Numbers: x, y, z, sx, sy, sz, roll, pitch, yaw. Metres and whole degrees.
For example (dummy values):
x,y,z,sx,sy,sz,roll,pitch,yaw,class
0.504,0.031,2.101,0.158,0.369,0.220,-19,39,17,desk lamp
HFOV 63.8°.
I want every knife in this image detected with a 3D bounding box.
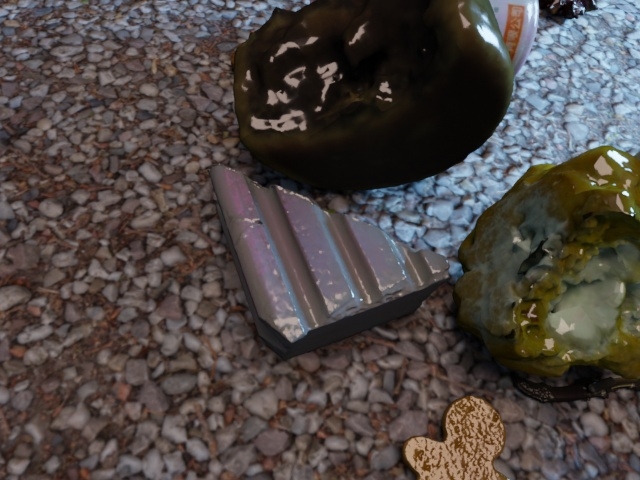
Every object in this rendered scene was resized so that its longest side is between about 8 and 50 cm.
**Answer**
x,y,z,sx,sy,sz,roll,pitch,yaw,class
0.388,0.215,0.746,0.222,0.021,0.046,3,56,-3,knife

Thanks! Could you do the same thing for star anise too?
x,y,z,sx,sy,sz,roll,pitch,yaw,class
0.581,-0.579,1.230,0.167,0.057,0.168,7,50,-8,star anise

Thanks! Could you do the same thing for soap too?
x,y,z,sx,sy,sz,roll,pitch,yaw,class
0.000,0.000,0.755,0.257,0.159,0.302,-19,65,-12,soap

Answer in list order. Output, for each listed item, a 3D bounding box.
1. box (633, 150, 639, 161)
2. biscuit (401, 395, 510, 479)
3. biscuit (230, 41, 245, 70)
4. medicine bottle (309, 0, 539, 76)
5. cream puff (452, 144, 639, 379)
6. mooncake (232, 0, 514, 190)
x,y,z,sx,sy,sz,roll,pitch,yaw,class
0.529,-0.081,0.757,0.173,0.333,0.145,-32,72,-22,box
0.170,0.314,0.655,0.158,0.035,0.240,27,60,8,biscuit
-0.026,-0.372,1.048,0.295,0.044,0.186,-26,67,-19,biscuit
0.182,-0.412,0.966,0.388,0.219,0.219,4,58,-13,medicine bottle
0.357,0.039,0.723,0.269,0.323,0.274,24,24,-21,cream puff
0.062,-0.251,0.778,0.393,0.393,0.246,4,61,-6,mooncake
